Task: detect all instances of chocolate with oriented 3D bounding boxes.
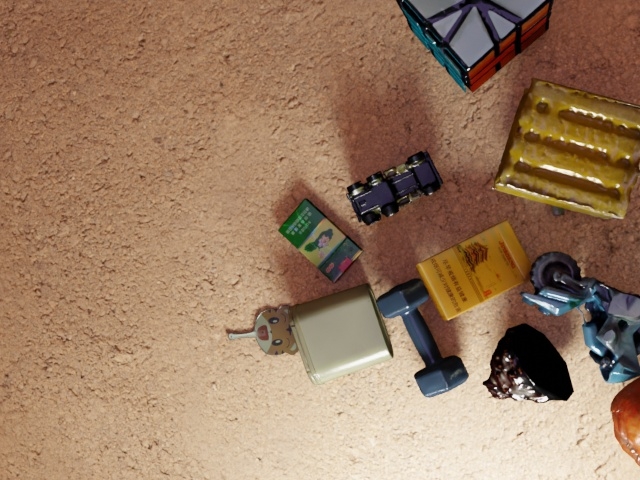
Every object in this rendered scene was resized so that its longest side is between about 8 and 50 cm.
[{"bbox_3d":[0.519,0.351,1.810,0.224,0.206,0.177,30,128,-23],"label":"chocolate"}]

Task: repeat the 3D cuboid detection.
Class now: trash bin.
[{"bbox_3d":[0.059,0.268,1.950,0.247,0.121,0.243,-19,85,12],"label":"trash bin"}]

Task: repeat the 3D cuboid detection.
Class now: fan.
[{"bbox_3d":[-0.175,0.283,2.066,0.226,0.008,0.152,-9,89,14],"label":"fan"}]

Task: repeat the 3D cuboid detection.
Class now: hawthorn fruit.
[{"bbox_3d":[0.874,0.431,1.675,0.276,0.276,0.307,41,80,11],"label":"hawthorn fruit"}]

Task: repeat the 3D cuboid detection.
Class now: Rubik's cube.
[{"bbox_3d":[0.402,-0.594,1.773,0.293,0.283,0.288,-42,81,10],"label":"Rubik's cube"}]

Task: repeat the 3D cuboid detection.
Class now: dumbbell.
[{"bbox_3d":[0.278,0.267,1.871,0.156,0.143,0.316,-22,83,-30],"label":"dumbbell"}]

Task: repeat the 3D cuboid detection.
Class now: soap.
[{"bbox_3d":[0.645,-0.231,1.751,0.335,0.156,0.293,15,88,7],"label":"soap"}]

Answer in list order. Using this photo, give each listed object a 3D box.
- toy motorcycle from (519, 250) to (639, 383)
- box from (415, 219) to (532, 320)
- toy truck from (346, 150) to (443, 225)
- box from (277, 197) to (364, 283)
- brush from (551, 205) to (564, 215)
[{"bbox_3d":[0.705,0.210,1.748,0.416,0.172,0.232,32,92,4],"label":"toy motorcycle"},{"bbox_3d":[0.418,0.081,1.839,0.274,0.076,0.174,-26,85,-3],"label":"box"},{"bbox_3d":[0.208,-0.146,1.906,0.257,0.127,0.127,-27,90,13],"label":"toy truck"},{"bbox_3d":[0.000,0.000,2.006,0.235,0.034,0.132,44,100,10],"label":"box"},{"bbox_3d":[0.630,-0.155,1.843,0.033,0.030,0.178,-12,87,5],"label":"brush"}]
